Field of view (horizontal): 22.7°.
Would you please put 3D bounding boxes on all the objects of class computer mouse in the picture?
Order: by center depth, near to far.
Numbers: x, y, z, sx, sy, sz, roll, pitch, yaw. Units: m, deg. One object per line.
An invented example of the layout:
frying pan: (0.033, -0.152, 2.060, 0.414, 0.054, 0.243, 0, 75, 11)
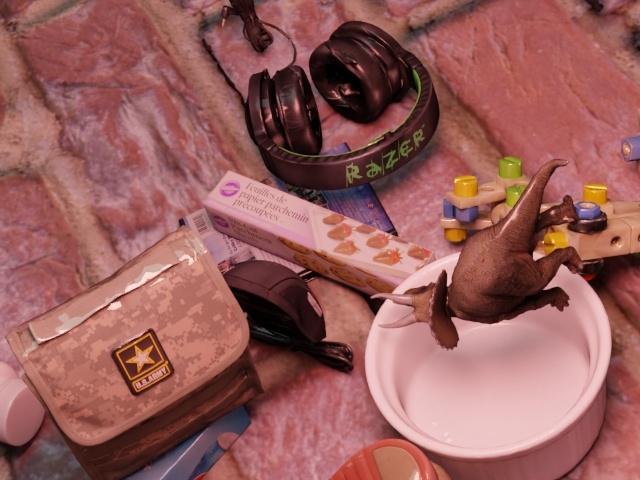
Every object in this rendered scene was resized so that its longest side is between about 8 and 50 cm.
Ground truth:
computer mouse: (-0.069, 0.068, 1.889, 0.184, 0.262, 0.060, 16, 73, 30)

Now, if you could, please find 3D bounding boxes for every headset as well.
headset: (-0.008, -0.219, 2.130, 0.243, 0.185, 0.394, -30, 39, -12)

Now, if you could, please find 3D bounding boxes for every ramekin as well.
ramekin: (0.199, 0.157, 1.823, 0.277, 0.135, 0.277, -9, 51, 11)

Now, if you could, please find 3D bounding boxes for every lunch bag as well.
lunch bag: (-0.204, 0.125, 1.762, 0.235, 0.287, 0.169, -31, 65, -10)

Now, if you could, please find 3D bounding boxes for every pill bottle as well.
pill bottle: (-0.440, 0.194, 1.999, 0.180, 0.108, 0.108, 16, 60, 25)

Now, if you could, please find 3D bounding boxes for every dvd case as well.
dvd case: (-0.045, -0.015, 2.098, 0.253, 0.022, 0.180, -25, 52, -4)

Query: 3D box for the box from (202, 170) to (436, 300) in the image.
box: (0.000, 0.000, 2.018, 0.324, 0.067, 0.063, 23, 63, 28)

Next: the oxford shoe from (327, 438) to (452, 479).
oxford shoe: (-0.005, 0.382, 1.719, 0.397, 0.146, 0.140, -39, 52, 11)

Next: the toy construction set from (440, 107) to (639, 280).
toy construction set: (0.324, -0.044, 1.946, 0.327, 0.151, 0.215, -21, 25, -10)

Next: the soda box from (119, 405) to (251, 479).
soda box: (-0.180, 0.260, 1.895, 0.067, 0.071, 0.210, 32, 67, 31)

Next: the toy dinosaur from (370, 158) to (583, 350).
toy dinosaur: (0.195, 0.032, 1.703, 0.160, 0.313, 0.121, -22, 74, -29)
